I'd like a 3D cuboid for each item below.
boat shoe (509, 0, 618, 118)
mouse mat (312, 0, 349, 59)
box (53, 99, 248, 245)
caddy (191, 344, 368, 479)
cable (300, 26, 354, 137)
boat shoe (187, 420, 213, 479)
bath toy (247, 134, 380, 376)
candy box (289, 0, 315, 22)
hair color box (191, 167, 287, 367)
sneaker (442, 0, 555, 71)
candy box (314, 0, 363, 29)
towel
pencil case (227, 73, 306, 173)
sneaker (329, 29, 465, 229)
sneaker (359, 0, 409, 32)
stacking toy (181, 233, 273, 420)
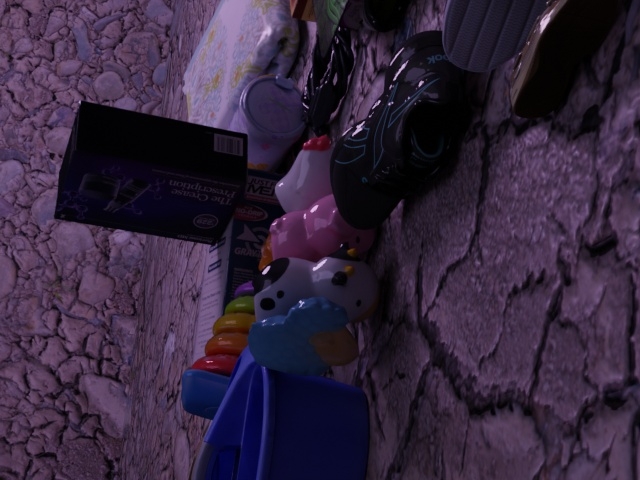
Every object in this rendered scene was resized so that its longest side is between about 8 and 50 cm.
[{"bbox_3d":[0.196,-0.168,0.911,0.153,0.056,0.048,108,159,-51],"label":"boat shoe"},{"bbox_3d":[0.017,-0.351,1.455,0.189,0.007,0.152,-100,24,-43],"label":"mouse mat"},{"bbox_3d":[-0.262,-0.098,1.692,0.184,0.261,0.103,124,150,-52],"label":"box"},{"bbox_3d":[-0.068,0.298,1.332,0.241,0.179,0.341,172,106,-74],"label":"caddy"},{"bbox_3d":[0.011,-0.252,1.621,0.150,0.047,0.184,-100,22,-60],"label":"cable"},{"bbox_3d":[-0.156,0.391,1.725,0.103,0.113,0.302,174,115,-75],"label":"boat shoe"},{"bbox_3d":[0.000,0.000,1.340,0.348,0.152,0.129,-85,1,-48],"label":"bath toy"},{"bbox_3d":[-0.017,-0.458,1.804,0.186,0.053,0.109,-95,21,-44],"label":"candy box"},{"bbox_3d":[-0.126,0.071,1.782,0.174,0.105,0.347,155,122,-68],"label":"hair color box"},{"bbox_3d":[0.186,-0.270,0.974,0.091,0.094,0.258,-72,7,-54],"label":"sneaker"},{"bbox_3d":[0.054,-0.431,1.507,0.159,0.071,0.233,143,133,-67],"label":"candy box"},{"bbox_3d":[-0.149,-0.333,2.059,0.374,0.090,0.320,-56,31,34],"label":"towel"},{"bbox_3d":[-0.110,-0.170,1.848,0.273,0.114,0.124,128,145,-60],"label":"pencil case"},{"bbox_3d":[0.081,-0.097,1.184,0.106,0.101,0.267,-100,24,-43],"label":"sneaker"},{"bbox_3d":[0.089,-0.334,1.358,0.074,0.063,0.170,-110,28,-60],"label":"sneaker"},{"bbox_3d":[-0.084,0.117,1.586,0.175,0.166,0.301,106,178,-64],"label":"stacking toy"}]
